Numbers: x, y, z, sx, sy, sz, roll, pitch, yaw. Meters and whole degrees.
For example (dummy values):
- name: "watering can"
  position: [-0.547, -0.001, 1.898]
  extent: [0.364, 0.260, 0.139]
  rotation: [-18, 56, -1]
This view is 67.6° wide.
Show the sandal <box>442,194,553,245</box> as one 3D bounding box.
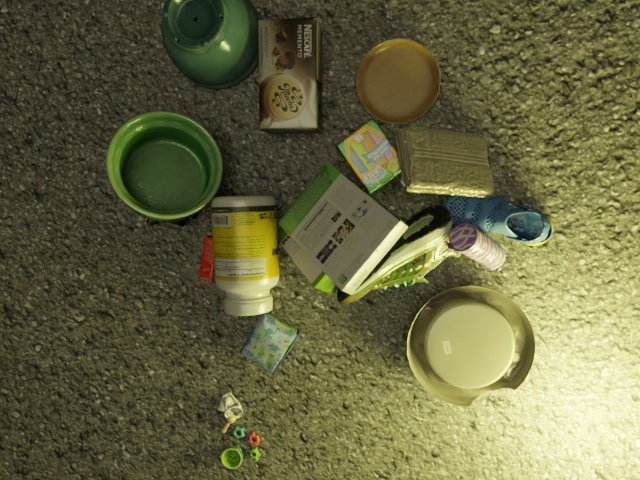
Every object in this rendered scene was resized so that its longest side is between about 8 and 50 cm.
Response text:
- name: "sandal"
  position: [0.497, -0.065, 1.319]
  extent: [0.317, 0.138, 0.126]
  rotation: [13, 98, 7]

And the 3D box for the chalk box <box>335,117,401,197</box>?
- name: "chalk box"
  position: [0.158, -0.214, 1.346]
  extent: [0.132, 0.132, 0.213]
  rotation: [-36, 91, 8]

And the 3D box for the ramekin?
- name: "ramekin"
  position: [-0.438, -0.195, 1.357]
  extent: [0.303, 0.148, 0.303]
  rotation: [3, 79, -18]

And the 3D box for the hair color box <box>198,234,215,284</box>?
- name: "hair color box"
  position: [-0.332, 0.057, 1.456]
  extent: [0.043, 0.072, 0.141]
  rotation: [10, 95, 7]

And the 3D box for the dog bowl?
- name: "dog bowl"
  position: [0.421, 0.293, 1.375]
  extent: [0.348, 0.102, 0.349]
  rotation: [1, 94, 7]

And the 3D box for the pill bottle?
- name: "pill bottle"
  position: [-0.215, 0.038, 1.383]
  extent: [0.187, 0.188, 0.334]
  rotation: [-1, 96, 7]

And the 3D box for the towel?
- name: "towel"
  position: [0.337, -0.208, 1.291]
  extent: [0.282, 0.049, 0.187]
  rotation: [4, 70, -18]

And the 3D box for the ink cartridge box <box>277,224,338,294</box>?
- name: "ink cartridge box"
  position: [0.000, 0.000, 1.406]
  extent: [0.189, 0.097, 0.255]
  rotation: [-49, 52, 9]

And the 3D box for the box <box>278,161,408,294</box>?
- name: "box"
  position: [0.049, -0.042, 1.294]
  extent: [0.232, 0.058, 0.322]
  rotation: [-50, 53, 7]

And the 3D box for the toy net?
- name: "toy net"
  position: [-0.263, 0.597, 1.510]
  extent: [0.122, 0.045, 0.232]
  rotation: [-8, 94, 7]

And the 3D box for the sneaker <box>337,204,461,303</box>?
- name: "sneaker"
  position: [0.232, 0.087, 1.367]
  extent: [0.410, 0.158, 0.182]
  rotation: [-35, 113, 17]

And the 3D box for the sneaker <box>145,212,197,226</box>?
- name: "sneaker"
  position: [-0.452, -0.071, 1.463]
  extent: [0.170, 0.063, 0.075]
  rotation: [-21, 86, 3]

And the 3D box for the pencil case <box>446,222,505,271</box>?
- name: "pencil case"
  position: [0.430, 0.020, 1.311]
  extent: [0.088, 0.206, 0.086]
  rotation: [-30, 52, 30]

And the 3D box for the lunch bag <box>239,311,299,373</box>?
- name: "lunch bag"
  position: [-0.154, 0.309, 1.446]
  extent: [0.128, 0.096, 0.151]
  rotation: [31, 88, 3]

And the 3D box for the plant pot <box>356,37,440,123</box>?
- name: "plant pot"
  position: [0.221, -0.452, 1.368]
  extent: [0.236, 0.032, 0.236]
  rotation: [0, 95, 6]

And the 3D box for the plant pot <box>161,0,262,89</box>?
- name: "plant pot"
  position: [-0.320, -0.592, 1.336]
  extent: [0.293, 0.196, 0.293]
  rotation: [1, 96, 6]

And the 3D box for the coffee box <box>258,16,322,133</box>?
- name: "coffee box"
  position: [-0.082, -0.460, 1.358]
  extent: [0.168, 0.119, 0.297]
  rotation: [2, 95, 8]
